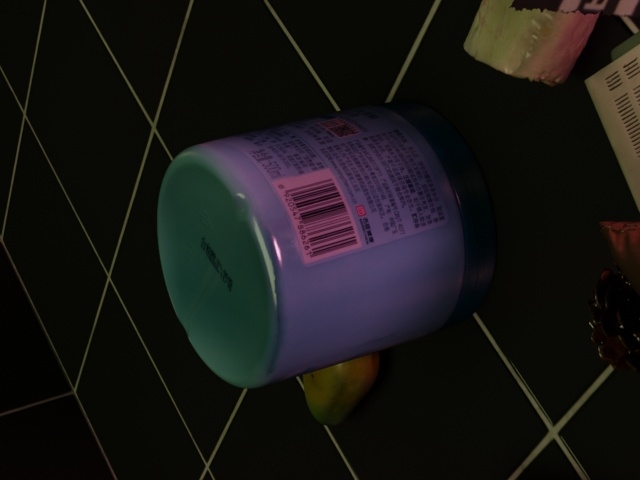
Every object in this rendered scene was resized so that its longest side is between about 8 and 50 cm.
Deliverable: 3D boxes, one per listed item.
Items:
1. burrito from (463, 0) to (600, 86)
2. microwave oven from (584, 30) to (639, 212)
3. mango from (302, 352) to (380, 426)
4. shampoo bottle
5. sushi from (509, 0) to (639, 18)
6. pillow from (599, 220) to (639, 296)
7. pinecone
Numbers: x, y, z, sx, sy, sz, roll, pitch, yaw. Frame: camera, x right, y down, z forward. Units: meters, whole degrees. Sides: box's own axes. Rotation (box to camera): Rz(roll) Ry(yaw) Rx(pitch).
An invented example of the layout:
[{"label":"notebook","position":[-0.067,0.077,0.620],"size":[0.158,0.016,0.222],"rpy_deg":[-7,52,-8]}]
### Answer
[{"label":"burrito","position":[0.255,-0.282,1.389],"size":[0.299,0.105,0.143],"rpy_deg":[112,143,-47]},{"label":"microwave oven","position":[0.394,-0.145,1.183],"size":[0.240,0.145,0.194],"rpy_deg":[-35,70,58]},{"label":"mango","position":[0.023,0.195,1.983],"size":[0.137,0.091,0.237],"rpy_deg":[66,148,25]},{"label":"shampoo bottle","position":[0.000,0.000,1.689],"size":[0.331,0.342,0.331],"rpy_deg":[29,126,50]},{"label":"sushi","position":[0.369,-0.330,1.091],"size":[0.296,0.100,0.373],"rpy_deg":[18,80,54]},{"label":"pillow","position":[0.443,0.079,1.156],"size":[0.305,0.108,0.308],"rpy_deg":[53,147,-15]},{"label":"pinecone","position":[0.359,0.078,1.350],"size":[0.121,0.140,0.140],"rpy_deg":[-23,83,59]}]
